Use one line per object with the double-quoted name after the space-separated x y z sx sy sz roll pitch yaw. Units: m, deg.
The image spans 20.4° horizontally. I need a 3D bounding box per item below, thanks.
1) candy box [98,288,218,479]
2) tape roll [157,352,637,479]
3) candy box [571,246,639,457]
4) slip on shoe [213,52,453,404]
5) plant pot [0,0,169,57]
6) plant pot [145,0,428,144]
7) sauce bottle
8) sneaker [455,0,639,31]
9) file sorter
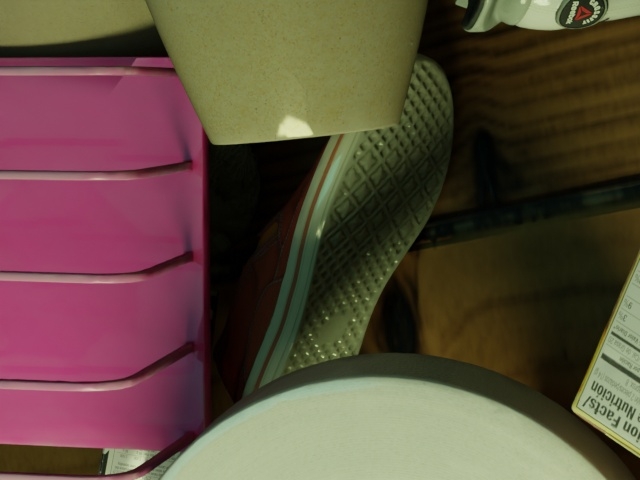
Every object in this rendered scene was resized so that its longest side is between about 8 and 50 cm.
-0.137 0.162 1.437 0.071 0.159 0.233 11 102 -3 "candy box"
0.051 0.270 1.204 0.392 0.072 0.392 2 101 12 "tape roll"
0.281 -0.024 1.033 0.087 0.183 0.316 34 113 37 "candy box"
0.000 0.000 1.340 0.101 0.123 0.331 44 124 37 "slip on shoe"
-0.129 -0.253 1.375 0.190 0.284 0.284 11 100 7 "plant pot"
-0.024 -0.205 1.176 0.256 0.256 0.274 -1 98 42 "plant pot"
-0.200 -0.080 1.518 0.344 0.111 0.111 23 106 40 "sauce bottle"
0.154 -0.268 1.202 0.122 0.146 0.331 109 160 -56 "sneaker"
-0.198 0.016 1.249 0.202 0.182 0.291 1 95 12 "file sorter"
